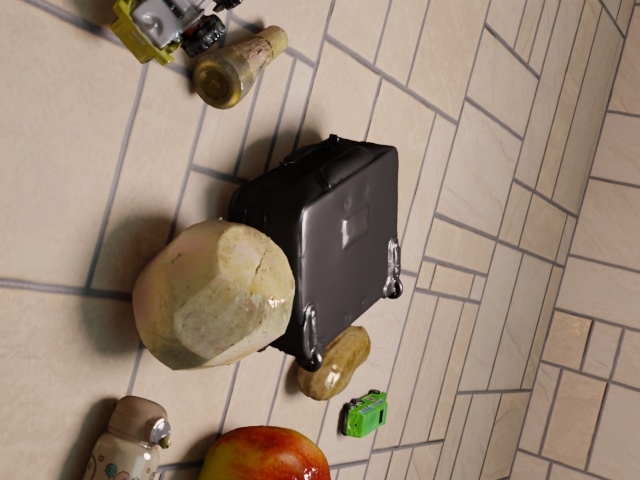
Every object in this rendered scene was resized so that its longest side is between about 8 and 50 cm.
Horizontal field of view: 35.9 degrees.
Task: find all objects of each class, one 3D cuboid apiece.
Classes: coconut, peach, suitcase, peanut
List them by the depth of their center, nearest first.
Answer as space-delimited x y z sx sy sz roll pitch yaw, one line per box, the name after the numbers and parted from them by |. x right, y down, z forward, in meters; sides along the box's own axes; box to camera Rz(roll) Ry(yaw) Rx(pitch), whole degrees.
-0.164 0.083 1.429 0.237 0.237 0.197 -11 72 -59 | coconut
-0.094 0.415 1.668 0.231 0.231 0.231 -34 131 -50 | peach
0.000 0.000 1.674 0.345 0.188 0.339 -34 133 -48 | suitcase
0.029 0.237 1.937 0.226 0.095 0.108 -43 154 -50 | peanut

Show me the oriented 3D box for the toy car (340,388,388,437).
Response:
0.105 0.380 2.166 0.165 0.062 0.071 -14 114 -58 | toy car

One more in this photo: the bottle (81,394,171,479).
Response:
-0.280 0.328 1.411 0.097 0.110 0.209 28 79 -54 | bottle

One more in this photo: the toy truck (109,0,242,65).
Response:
-0.169 -0.339 1.298 0.136 0.111 0.286 50 46 -21 | toy truck

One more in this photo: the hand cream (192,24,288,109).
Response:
-0.110 -0.273 1.479 0.203 0.084 0.084 -51 144 -48 | hand cream
